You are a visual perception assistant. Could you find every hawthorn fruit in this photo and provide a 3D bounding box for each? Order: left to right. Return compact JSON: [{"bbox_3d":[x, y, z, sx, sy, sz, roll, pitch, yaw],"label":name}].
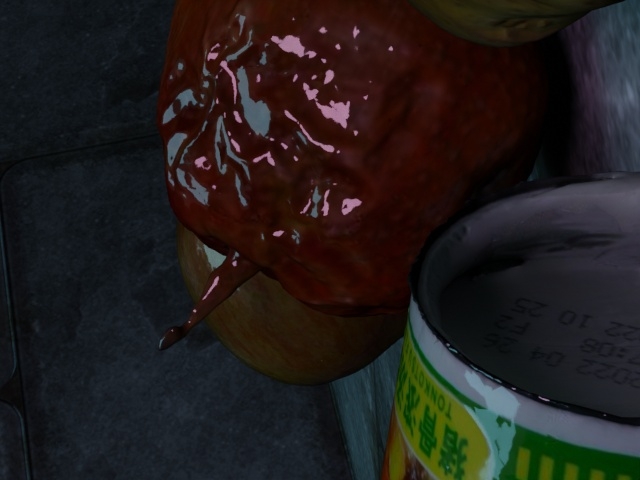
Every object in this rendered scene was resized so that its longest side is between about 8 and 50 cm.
[{"bbox_3d":[-0.001,-0.038,0.862,0.207,0.243,0.207,33,172,6],"label":"hawthorn fruit"}]

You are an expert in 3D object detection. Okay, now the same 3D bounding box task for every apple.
[{"bbox_3d":[0.000,0.000,1.278,0.188,0.211,0.211,53,178,-7],"label":"apple"}]

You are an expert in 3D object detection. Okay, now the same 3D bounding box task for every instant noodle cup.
[{"bbox_3d":[0.094,0.114,0.553,0.207,0.207,0.233,-109,16,-59],"label":"instant noodle cup"}]

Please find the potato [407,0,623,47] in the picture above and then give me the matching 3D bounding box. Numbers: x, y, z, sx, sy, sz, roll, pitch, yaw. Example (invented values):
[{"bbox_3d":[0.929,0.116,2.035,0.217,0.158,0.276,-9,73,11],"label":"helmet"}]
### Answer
[{"bbox_3d":[0.054,-0.169,0.621,0.296,0.141,0.192,-119,12,-65],"label":"potato"}]
